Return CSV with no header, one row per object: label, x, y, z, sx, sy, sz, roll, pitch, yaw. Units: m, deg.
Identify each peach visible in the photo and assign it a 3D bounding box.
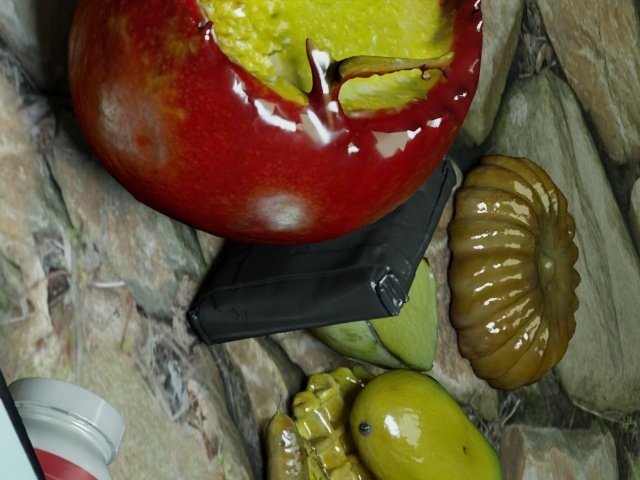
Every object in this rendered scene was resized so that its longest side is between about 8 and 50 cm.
peach,-0.045,-0.153,1.580,0.335,0.310,0.406,49,37,11

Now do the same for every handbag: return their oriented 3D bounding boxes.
handbag,0.000,0.000,1.723,0.080,0.247,0.223,58,39,-28

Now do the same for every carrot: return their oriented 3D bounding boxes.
carrot,-0.020,0.299,1.824,0.078,0.078,0.298,-25,105,-59

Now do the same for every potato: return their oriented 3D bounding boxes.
potato,0.040,0.068,1.913,0.272,0.111,0.160,31,53,-63

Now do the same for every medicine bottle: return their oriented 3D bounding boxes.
medicine bottle,-0.245,0.241,1.370,0.131,0.131,0.250,54,42,-43

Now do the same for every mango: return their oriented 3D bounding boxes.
mango,0.120,0.234,1.886,0.237,0.091,0.137,46,50,-29

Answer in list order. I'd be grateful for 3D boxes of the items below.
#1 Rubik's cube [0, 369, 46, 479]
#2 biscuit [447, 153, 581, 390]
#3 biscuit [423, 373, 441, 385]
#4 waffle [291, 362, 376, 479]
Rubik's cube,-0.328,0.231,1.109,0.250,0.246,0.248,-53,131,-50
biscuit,0.275,0.043,2.350,0.326,0.107,0.325,2,88,-59
biscuit,0.105,0.257,2.057,0.061,0.055,0.219,31,55,-14
waffle,0.055,0.241,1.924,0.219,0.057,0.229,-29,98,-52
